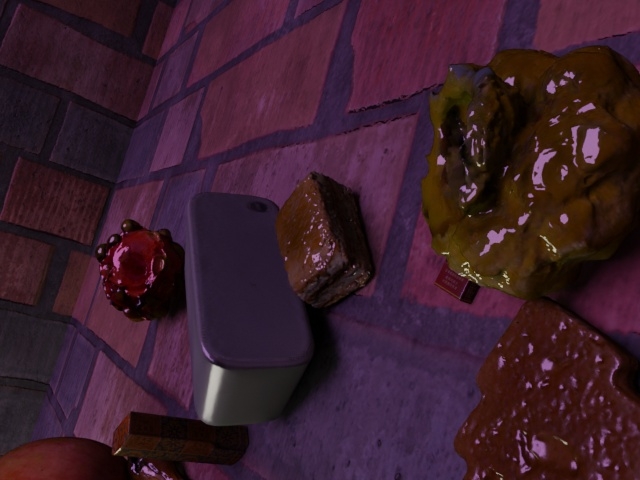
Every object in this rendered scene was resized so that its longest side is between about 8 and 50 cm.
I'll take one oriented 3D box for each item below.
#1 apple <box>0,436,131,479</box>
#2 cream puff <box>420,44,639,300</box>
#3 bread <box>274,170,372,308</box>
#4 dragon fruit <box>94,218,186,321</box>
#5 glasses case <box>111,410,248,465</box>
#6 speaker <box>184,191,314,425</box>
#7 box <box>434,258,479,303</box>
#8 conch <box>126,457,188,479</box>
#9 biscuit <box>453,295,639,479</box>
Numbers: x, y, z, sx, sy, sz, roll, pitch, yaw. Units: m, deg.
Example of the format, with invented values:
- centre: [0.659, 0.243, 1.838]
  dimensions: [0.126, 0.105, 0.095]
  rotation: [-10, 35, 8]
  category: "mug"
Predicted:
- centre: [-0.579, 0.603, 1.183]
  dimensions: [0.364, 0.364, 0.363]
  rotation: [-34, 46, 44]
  category: "apple"
- centre: [0.193, -0.085, 0.558]
  dimensions: [0.282, 0.185, 0.281]
  rotation: [-30, 46, 37]
  category: "cream puff"
- centre: [0.000, 0.000, 0.897]
  dimensions: [0.138, 0.102, 0.196]
  rotation: [-47, 40, 38]
  category: "bread"
- centre: [-0.478, 0.097, 1.458]
  dimensions: [0.227, 0.243, 0.307]
  rotation: [39, 106, 17]
  category: "dragon fruit"
- centre: [-0.238, 0.347, 0.952]
  dimensions: [0.075, 0.218, 0.049]
  rotation: [-48, 38, 32]
  category: "glasses case"
- centre: [-0.144, 0.107, 0.967]
  dimensions: [0.406, 0.183, 0.184]
  rotation: [-108, 29, -46]
  category: "speaker"
- centre: [0.178, 0.030, 0.677]
  dimensions: [0.051, 0.023, 0.082]
  rotation: [35, 103, 56]
  category: "box"
- centre: [-0.344, 0.485, 1.180]
  dimensions: [0.233, 0.086, 0.080]
  rotation: [-19, 16, 37]
  category: "conch"
- centre: [0.220, 0.193, 0.500]
  dimensions: [0.278, 0.043, 0.301]
  rotation: [-23, 53, 53]
  category: "biscuit"
